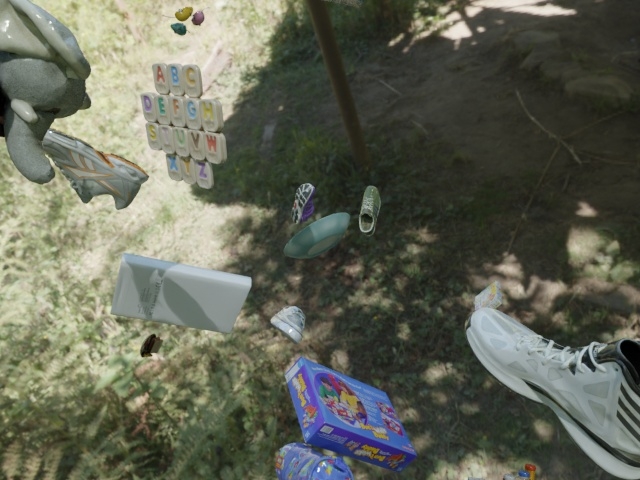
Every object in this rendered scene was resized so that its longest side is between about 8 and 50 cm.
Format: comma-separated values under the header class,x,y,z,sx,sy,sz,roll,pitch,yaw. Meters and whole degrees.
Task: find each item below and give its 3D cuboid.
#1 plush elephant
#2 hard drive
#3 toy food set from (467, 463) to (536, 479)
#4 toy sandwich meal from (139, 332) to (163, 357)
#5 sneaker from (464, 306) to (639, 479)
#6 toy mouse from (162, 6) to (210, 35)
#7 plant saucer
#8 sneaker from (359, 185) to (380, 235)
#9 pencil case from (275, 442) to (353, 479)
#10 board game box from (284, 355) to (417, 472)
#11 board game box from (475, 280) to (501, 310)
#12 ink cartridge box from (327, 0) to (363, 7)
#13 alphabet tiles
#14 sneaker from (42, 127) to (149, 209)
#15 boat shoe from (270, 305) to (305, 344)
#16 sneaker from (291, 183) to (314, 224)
class,x,y,z,sx,sy,sz,roll,pitch,yaw
plush elephant,-0.419,-0.183,0.645,0.256,0.329,0.272,13,-4,-14
hard drive,-0.403,0.160,1.485,0.353,0.233,0.047,14,39,-18
toy food set,0.380,0.547,1.134,0.233,0.104,0.111,8,-8,-4
toy sandwich meal,-0.505,0.317,1.538,0.029,0.085,0.085,21,45,9
sneaker,0.511,0.233,1.046,0.169,0.257,0.447,-22,49,-32
toy mouse,-0.429,-0.705,1.678,0.161,0.031,0.143,-29,-5,-16
plant saucer,0.000,0.000,1.315,0.195,0.195,0.037,-27,71,-13
sneaker,0.181,-0.110,1.910,0.064,0.192,0.086,7,2,15
pencil case,-0.023,0.607,1.353,0.133,0.119,0.306,-60,11,-23
board game box,0.082,0.476,1.409,0.078,0.347,0.233,-50,32,14
board game box,0.606,0.216,1.865,0.103,0.026,0.154,-48,1,26
ink cartridge box,0.055,-0.832,1.672,0.191,0.082,0.139,10,6,-8
alphabet tiles,-0.321,-0.262,1.189,0.284,0.277,0.021,17,29,37
sneaker,-0.495,-0.143,1.059,0.099,0.263,0.121,29,93,59
boat shoe,-0.086,0.226,1.464,0.084,0.095,0.258,-49,12,-8
sneaker,-0.051,-0.130,1.795,0.071,0.169,0.068,-9,51,-30
